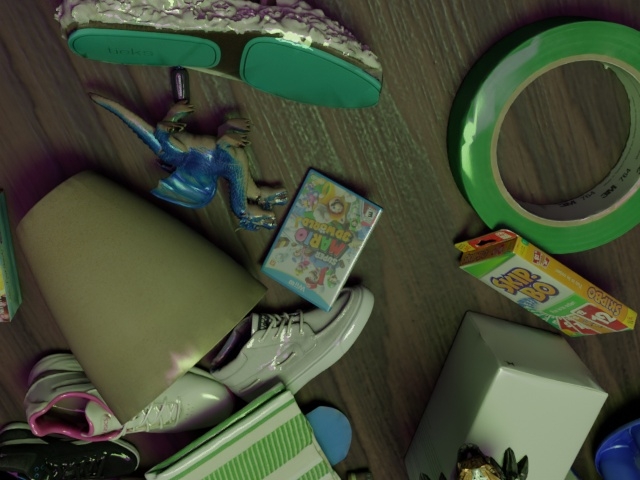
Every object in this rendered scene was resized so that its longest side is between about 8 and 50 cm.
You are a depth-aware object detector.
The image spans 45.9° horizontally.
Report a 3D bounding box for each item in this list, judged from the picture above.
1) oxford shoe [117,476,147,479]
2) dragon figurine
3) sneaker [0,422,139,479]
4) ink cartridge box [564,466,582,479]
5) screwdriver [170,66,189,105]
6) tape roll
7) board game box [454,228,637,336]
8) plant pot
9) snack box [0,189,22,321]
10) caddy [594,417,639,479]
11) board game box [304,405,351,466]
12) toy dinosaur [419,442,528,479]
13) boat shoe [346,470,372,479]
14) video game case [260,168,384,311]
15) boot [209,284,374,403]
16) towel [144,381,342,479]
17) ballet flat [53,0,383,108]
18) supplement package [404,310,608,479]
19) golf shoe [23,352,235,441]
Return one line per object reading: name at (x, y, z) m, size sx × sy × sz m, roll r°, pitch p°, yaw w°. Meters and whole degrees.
oxford shoe at (-0.276, 0.544, 1.244) m, size 0.146 × 0.140 × 0.397 m, roll 16°, pitch 113°, yaw 16°
dragon figurine at (-0.173, -0.098, 0.994) m, size 0.289 × 0.085 × 0.144 m, roll 12°, pitch 124°, yaw -12°
sneaker at (-0.387, 0.349, 1.137) m, size 0.216 × 0.121 × 0.079 m, roll 12°, pitch 111°, yaw -11°
ink cartridge box at (0.452, 0.482, 1.277) m, size 0.078 × 0.134 × 0.231 m, roll -38°, pitch 111°, yaw 8°
screwdriver at (-0.182, -0.255, 0.976) m, size 0.025 × 0.024 × 0.170 m, roll 10°, pitch 111°, yaw 21°
tape roll at (0.340, -0.143, 1.049) m, size 0.321 × 0.077 × 0.321 m, roll -2°, pitch 112°, yaw -5°
board game box at (0.323, 0.067, 1.107) m, size 0.259 × 0.124 × 0.039 m, roll 33°, pitch 66°, yaw -17°
plant pot at (-0.253, 0.050, 0.986) m, size 0.256 × 0.256 × 0.274 m, roll -41°, pitch 94°, yaw 10°
snack box at (-0.528, 0.026, 1.021) m, size 0.207 × 0.070 × 0.175 m, roll -3°, pitch 112°, yaw -3°
caddy at (0.626, 0.386, 1.240) m, size 0.341 × 0.179 × 0.241 m, roll 15°, pitch 131°, yaw -12°
board game box at (-0.032, 0.327, 1.210) m, size 0.168 × 0.033 × 0.133 m, roll -30°, pitch 125°, yaw -15°
toy dinosaur at (0.212, 0.398, 0.982) m, size 0.164 × 0.218 × 0.322 m, roll 4°, pitch 110°, yaw -4°
boat shoe at (0.083, 0.453, 1.266) m, size 0.049 × 0.056 × 0.152 m, roll -14°, pitch 112°, yaw 5°
video game case at (0.000, 0.000, 1.063) m, size 0.119 × 0.015 × 0.166 m, roll 30°, pitch 103°, yaw 15°
boot at (-0.047, 0.139, 1.105) m, size 0.123 × 0.095 × 0.258 m, roll 37°, pitch 104°, yaw -25°
towel at (-0.097, 0.381, 1.150) m, size 0.247 × 0.038 × 0.325 m, roll -32°, pitch 130°, yaw -13°
ballet flat at (-0.106, -0.267, 0.922) m, size 0.408 × 0.147 × 0.147 m, roll 8°, pitch 110°, yaw -16°
supplement package at (0.270, 0.290, 1.156) m, size 0.175 × 0.177 × 0.293 m, roll 15°, pitch 110°, yaw -10°
golf shoe at (-0.276, 0.248, 1.101) m, size 0.306 × 0.140 × 0.115 m, roll 5°, pitch 109°, yaw -10°
